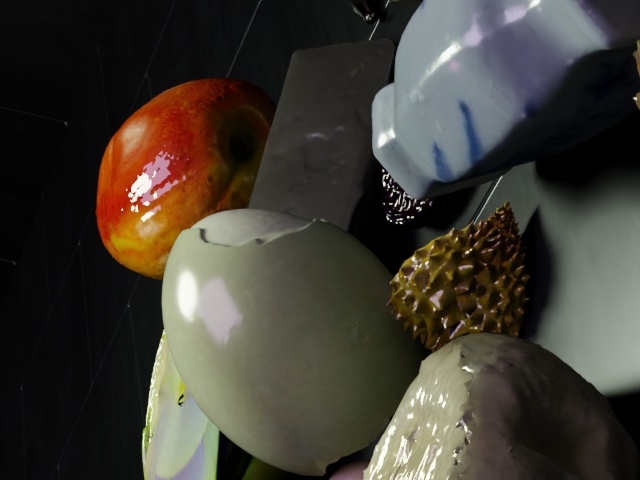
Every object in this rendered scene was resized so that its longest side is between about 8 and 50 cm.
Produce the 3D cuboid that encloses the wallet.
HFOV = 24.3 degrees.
[{"bbox_3d":[0.003,-0.115,2.005,0.197,0.051,0.378,-3,61,32],"label":"wallet"}]

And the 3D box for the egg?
[{"bbox_3d":[-0.042,0.104,1.780,0.336,0.278,0.278,52,144,4],"label":"egg"}]

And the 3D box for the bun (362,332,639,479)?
[{"bbox_3d":[0.160,0.260,1.390,0.360,0.211,0.360,-157,90,-81],"label":"bun"}]

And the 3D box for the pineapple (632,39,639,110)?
[{"bbox_3d":[0.378,-0.232,1.172,0.223,0.222,0.357,-25,45,63],"label":"pineapple"}]

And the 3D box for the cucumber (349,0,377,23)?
[{"bbox_3d":[0.063,-0.352,2.179,0.039,0.043,0.163,-29,39,4],"label":"cucumber"}]

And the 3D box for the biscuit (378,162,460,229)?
[{"bbox_3d":[0.130,-0.105,1.862,0.194,0.053,0.195,-168,90,-67],"label":"biscuit"}]

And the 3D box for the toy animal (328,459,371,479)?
[{"bbox_3d":[0.069,0.352,1.690,0.212,0.124,0.124,-98,29,-47],"label":"toy animal"}]

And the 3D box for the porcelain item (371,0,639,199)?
[{"bbox_3d":[0.206,-0.182,1.477,0.405,0.242,0.179,-38,69,60],"label":"porcelain item"}]

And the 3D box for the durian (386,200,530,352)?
[{"bbox_3d":[0.162,0.066,1.659,0.182,0.165,0.132,-28,8,35],"label":"durian"}]

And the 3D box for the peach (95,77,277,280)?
[{"bbox_3d":[-0.193,-0.086,2.313,0.372,0.289,0.373,-40,40,44],"label":"peach"}]

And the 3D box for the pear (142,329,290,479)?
[{"bbox_3d":[-0.109,0.215,2.112,0.399,0.165,0.399,-38,46,56],"label":"pear"}]
